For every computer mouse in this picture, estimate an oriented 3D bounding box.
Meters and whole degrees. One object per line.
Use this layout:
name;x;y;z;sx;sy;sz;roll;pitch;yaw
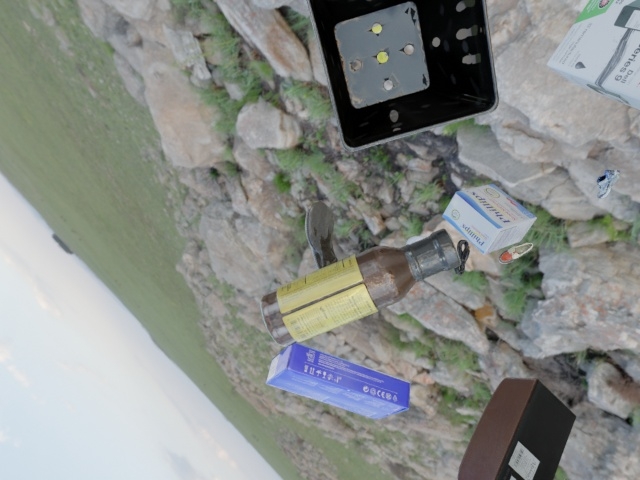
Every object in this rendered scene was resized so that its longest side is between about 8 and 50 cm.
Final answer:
computer mouse;0.340;0.030;1.290;0.192;0.106;0.042;15;169;28

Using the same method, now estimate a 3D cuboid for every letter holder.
letter holder;0.462;0.517;1.107;0.152;0.302;0.214;43;155;-8

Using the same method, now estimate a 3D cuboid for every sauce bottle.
sauce bottle;0.070;0.080;0.760;0.111;0.344;0.112;-22;-90;-81

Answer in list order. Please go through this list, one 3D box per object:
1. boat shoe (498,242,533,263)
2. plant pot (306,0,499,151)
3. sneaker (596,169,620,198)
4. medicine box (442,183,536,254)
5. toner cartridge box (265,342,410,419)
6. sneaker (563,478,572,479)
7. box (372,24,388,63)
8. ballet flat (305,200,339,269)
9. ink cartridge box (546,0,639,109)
boat shoe;0.757;0.047;1.688;0.043;0.136;0.049;63;-177;-72
plant pot;0.091;-0.238;0.555;0.167;0.187;0.188;-97;-9;-71
sneaker;1.069;-0.217;1.643;0.057;0.052;0.135;15;141;15
medicine box;0.745;-0.103;1.929;0.263;0.289;0.149;50;138;33
toner cartridge box;0.047;0.378;1.155;0.347;0.075;0.165;23;144;-14
sneaker;0.473;0.444;0.772;0.083;0.032;0.037;20;172;6
box;0.138;-0.419;0.979;0.058;0.232;0.088;-20;101;20
ballet flat;0.000;0.000;1.111;0.058;0.084;0.250;36;153;42
ink cartridge box;0.687;-0.420;0.943;0.121;0.211;0.289;15;-152;-29
